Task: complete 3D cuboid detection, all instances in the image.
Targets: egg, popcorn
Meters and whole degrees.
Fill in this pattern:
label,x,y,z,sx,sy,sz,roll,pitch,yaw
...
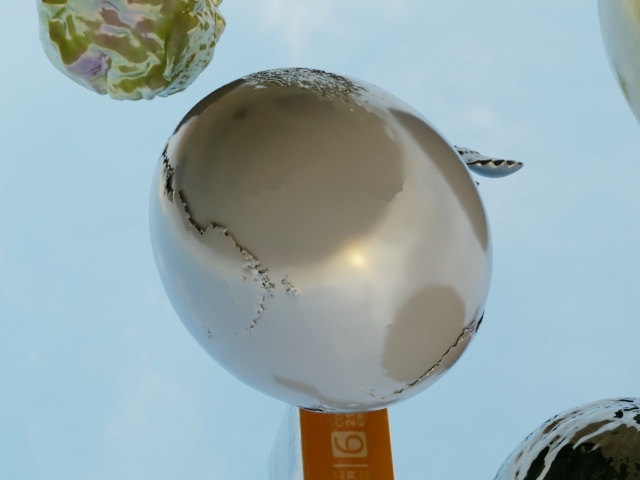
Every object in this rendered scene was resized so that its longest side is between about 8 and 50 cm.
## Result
label,x,y,z,sx,sy,sz,roll,pitch,yaw
egg,0.000,0.000,0.759,0.146,0.198,0.146,-13,-118,26
popcorn,-0.093,-0.115,0.833,0.097,0.109,0.089,39,-141,8

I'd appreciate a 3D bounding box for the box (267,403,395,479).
label,x,y,z,sx,sy,sz,roll,pitch,yaw
box,0.009,0.284,1.525,0.091,0.221,0.274,2,-118,-10

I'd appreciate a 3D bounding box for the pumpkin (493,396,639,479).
label,x,y,z,sx,sy,sz,roll,pitch,yaw
pumpkin,0.179,0.148,0.789,0.211,0.152,0.211,-5,-177,0

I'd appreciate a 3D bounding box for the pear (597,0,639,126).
label,x,y,z,sx,sy,sz,roll,pitch,yaw
pear,0.359,-0.177,1.109,0.362,0.418,0.362,-12,-139,11

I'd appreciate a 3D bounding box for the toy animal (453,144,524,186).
label,x,y,z,sx,sy,sz,roll,pitch,yaw
toy animal,0.099,-0.079,1.798,0.218,0.116,0.179,-21,-125,-14
